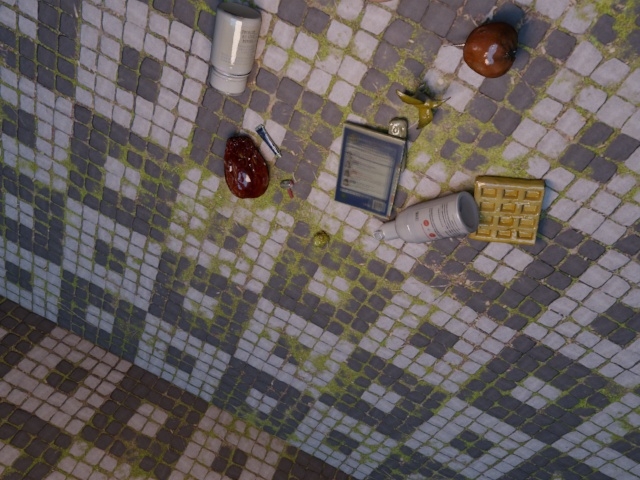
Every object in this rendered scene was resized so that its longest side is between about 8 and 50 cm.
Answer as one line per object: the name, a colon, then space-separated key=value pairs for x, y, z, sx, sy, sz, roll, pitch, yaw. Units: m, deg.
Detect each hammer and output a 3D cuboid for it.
hammer: x=-0.121 y=-0.194 z=1.907 sx=0.053 sy=0.031 sz=0.083 roll=0 pitch=134 yaw=23

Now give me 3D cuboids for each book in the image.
book: x=0.165 y=-0.239 z=1.746 sx=0.229 sy=0.018 sz=0.322 roll=21 pitch=131 yaw=16

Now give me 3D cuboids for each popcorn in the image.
popcorn: x=-0.003 y=0.000 z=1.981 sx=0.059 sy=0.068 sz=0.083 roll=53 pitch=166 yaw=8

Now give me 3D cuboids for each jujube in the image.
jujube: x=-0.277 y=-0.270 z=1.838 sx=0.168 sy=0.168 sz=0.236 roll=-5 pitch=105 yaw=23

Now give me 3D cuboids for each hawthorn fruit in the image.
hawthorn fruit: x=0.468 y=-0.546 z=1.396 sx=0.189 sy=0.149 sz=0.149 roll=51 pitch=134 yaw=27

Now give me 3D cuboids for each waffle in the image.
waffle: x=0.626 y=-0.097 z=1.688 sx=0.221 sy=0.055 sz=0.247 roll=6 pitch=125 yaw=16

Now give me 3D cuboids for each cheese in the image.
cheese: x=0.259 y=-0.316 z=1.674 sx=0.065 sy=0.043 sz=0.193 roll=9 pitch=125 yaw=17

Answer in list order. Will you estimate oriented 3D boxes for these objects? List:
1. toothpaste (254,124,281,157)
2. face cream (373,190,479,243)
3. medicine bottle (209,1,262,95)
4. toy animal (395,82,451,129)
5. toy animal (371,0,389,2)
toothpaste: x=-0.186 y=-0.358 z=1.817 sx=0.037 sy=0.021 sz=0.139 roll=-29 pitch=108 yaw=26
face cream: x=0.355 y=-0.063 z=1.750 sx=0.370 sy=0.145 sz=0.145 roll=-12 pitch=120 yaw=44
medicine bottle: x=-0.280 y=-0.609 z=1.597 sx=0.144 sy=0.143 sz=0.258 roll=23 pitch=127 yaw=3
toy animal: x=0.318 y=-0.439 z=1.527 sx=0.155 sy=0.095 sz=0.219 roll=-19 pitch=154 yaw=29
toy animal: x=0.150 y=-0.761 z=1.309 sx=0.230 sy=0.209 sz=0.221 roll=8 pitch=130 yaw=-33
